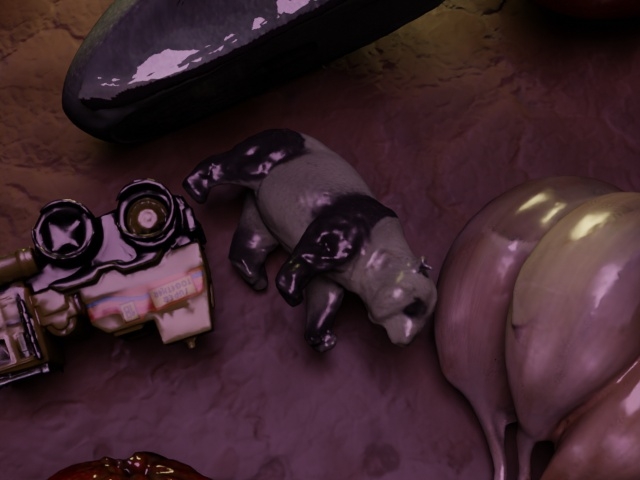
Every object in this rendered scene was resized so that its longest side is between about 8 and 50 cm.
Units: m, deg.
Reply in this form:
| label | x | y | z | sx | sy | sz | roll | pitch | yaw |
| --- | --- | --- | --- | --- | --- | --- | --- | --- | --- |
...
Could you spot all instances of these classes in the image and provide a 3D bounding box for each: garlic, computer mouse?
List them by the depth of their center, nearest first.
| label | x | y | z | sx | sy | sz | roll | pitch | yaw |
| --- | --- | --- | --- | --- | --- | --- | --- | --- | --- |
| garlic | 0.212 | 0.071 | 0.841 | 0.292 | 0.210 | 0.237 | -32 | 106 | -15 |
| computer mouse | -0.046 | -0.199 | 0.905 | 0.373 | 0.203 | 0.114 | -24 | 85 | -4 |

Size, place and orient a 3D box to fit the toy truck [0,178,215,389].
| label | x | y | z | sx | sy | sz | roll | pitch | yaw |
| --- | --- | --- | --- | --- | --- | --- | --- | --- | --- |
| toy truck | -0.211 | 0.046 | 0.851 | 0.257 | 0.127 | 0.127 | -13 | 83 | -4 |

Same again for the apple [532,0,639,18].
| label | x | y | z | sx | sy | sz | roll | pitch | yaw |
| --- | --- | --- | --- | --- | --- | --- | --- | --- | --- |
| apple | 0.248 | -0.314 | 0.935 | 0.260 | 0.216 | 0.260 | 0 | 67 | 0 |

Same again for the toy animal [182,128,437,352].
| label | x | y | z | sx | sy | sz | roll | pitch | yaw |
| --- | --- | --- | --- | --- | --- | --- | --- | --- | --- |
| toy animal | 0.000 | 0.000 | 0.865 | 0.121 | 0.094 | 0.225 | -36 | 52 | -12 |

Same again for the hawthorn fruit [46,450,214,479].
| label | x | y | z | sx | sy | sz | roll | pitch | yaw |
| --- | --- | --- | --- | --- | --- | --- | --- | --- | --- |
| hawthorn fruit | -0.140 | 0.245 | 0.761 | 0.157 | 0.157 | 0.194 | 15 | 92 | 6 |
